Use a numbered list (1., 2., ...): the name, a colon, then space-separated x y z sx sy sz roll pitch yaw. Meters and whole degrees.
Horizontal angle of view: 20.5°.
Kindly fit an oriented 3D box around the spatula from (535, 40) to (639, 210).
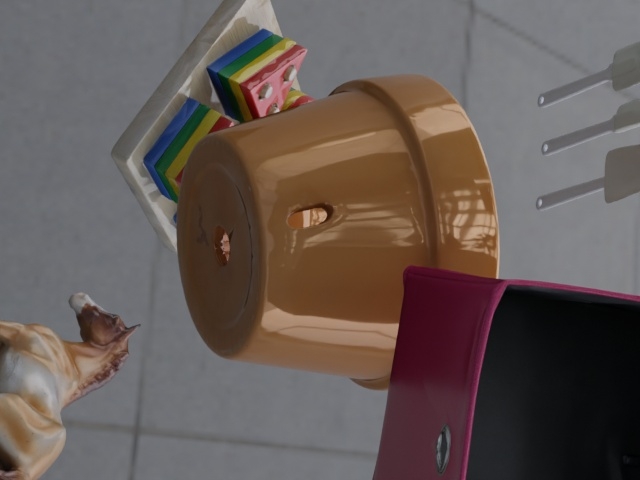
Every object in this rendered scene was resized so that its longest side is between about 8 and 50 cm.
1. spatula: 0.288 -0.113 1.885 0.019 0.242 0.168 7 79 -23

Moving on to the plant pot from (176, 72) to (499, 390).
1. plant pot: 0.000 0.000 1.583 0.203 0.291 0.291 -5 96 -26

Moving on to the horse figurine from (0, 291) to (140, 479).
1. horse figurine: -0.230 0.104 1.260 0.174 0.066 0.263 38 27 -19

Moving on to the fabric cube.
1. fabric cube: 0.191 0.161 1.323 0.259 0.258 0.254 9 90 -12

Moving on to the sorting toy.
1. sorting toy: -0.096 -0.121 1.989 0.255 0.089 0.257 -55 159 -15
